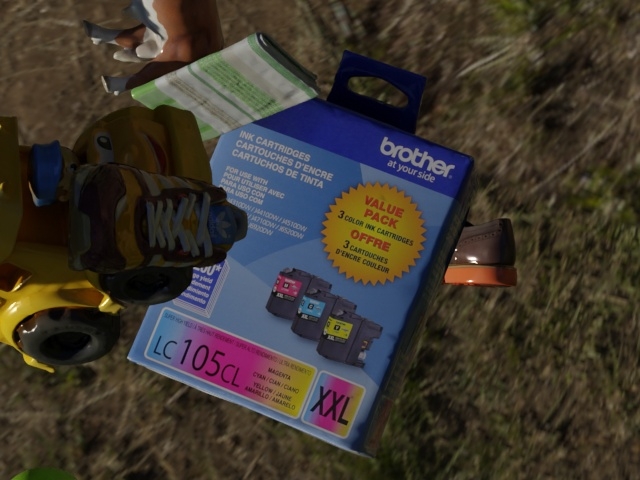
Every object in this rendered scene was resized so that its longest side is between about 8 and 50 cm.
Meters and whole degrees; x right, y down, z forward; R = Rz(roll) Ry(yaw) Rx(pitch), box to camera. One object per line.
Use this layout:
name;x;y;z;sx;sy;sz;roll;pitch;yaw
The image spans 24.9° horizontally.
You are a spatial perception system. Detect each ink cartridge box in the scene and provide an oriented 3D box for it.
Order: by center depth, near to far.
ink cartridge box;0.000;0.000;1.558;0.270;0.151;0.395;21;82;10

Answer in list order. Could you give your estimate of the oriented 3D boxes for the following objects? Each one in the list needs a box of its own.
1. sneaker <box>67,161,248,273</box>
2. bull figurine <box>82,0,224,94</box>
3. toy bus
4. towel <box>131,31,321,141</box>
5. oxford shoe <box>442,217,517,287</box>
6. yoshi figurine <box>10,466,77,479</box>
sneaker;-0.098;-0.014;0.900;0.084;0.185;0.069;4;96;9
bull figurine;-0.199;-0.317;1.731;0.188;0.101;0.310;-19;132;-12
toy bus;-0.217;-0.023;1.063;0.220;0.211;0.149;-35;49;34
towel;-0.090;-0.148;1.390;0.152;0.113;0.023;-19;58;26
oxford shoe;0.157;0.010;1.957;0.271;0.097;0.098;2;87;43
yoshi figurine;-0.312;0.404;1.629;0.203;0.203;0.362;-20;57;-8
